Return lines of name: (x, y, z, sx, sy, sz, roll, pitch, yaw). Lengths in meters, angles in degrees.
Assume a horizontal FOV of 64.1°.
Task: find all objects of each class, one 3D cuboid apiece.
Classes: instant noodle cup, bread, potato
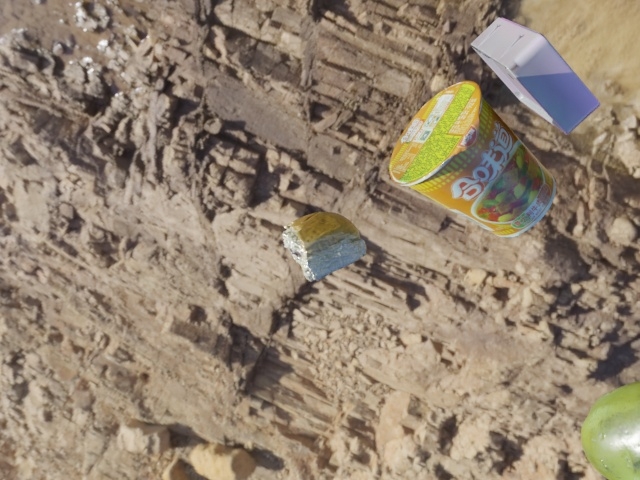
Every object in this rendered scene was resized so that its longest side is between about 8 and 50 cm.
instant noodle cup: (0.218, -0.097, 0.700, 0.185, 0.168, 0.168, 31, 144, -22)
bread: (0.001, 0.001, 0.804, 0.082, 0.106, 0.125, 64, 169, -21)
potato: (0.649, 0.365, 0.968, 0.216, 0.215, 0.304, 30, 137, -2)

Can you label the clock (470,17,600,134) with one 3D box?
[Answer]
clock: (0.321, -0.258, 0.781, 0.150, 0.197, 0.063, 38, 113, -20)
